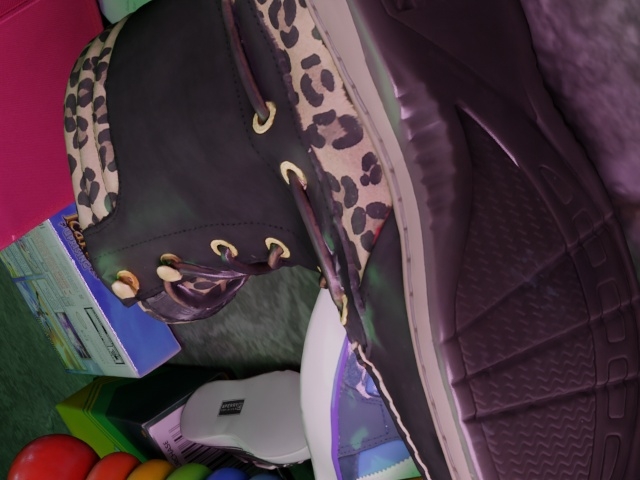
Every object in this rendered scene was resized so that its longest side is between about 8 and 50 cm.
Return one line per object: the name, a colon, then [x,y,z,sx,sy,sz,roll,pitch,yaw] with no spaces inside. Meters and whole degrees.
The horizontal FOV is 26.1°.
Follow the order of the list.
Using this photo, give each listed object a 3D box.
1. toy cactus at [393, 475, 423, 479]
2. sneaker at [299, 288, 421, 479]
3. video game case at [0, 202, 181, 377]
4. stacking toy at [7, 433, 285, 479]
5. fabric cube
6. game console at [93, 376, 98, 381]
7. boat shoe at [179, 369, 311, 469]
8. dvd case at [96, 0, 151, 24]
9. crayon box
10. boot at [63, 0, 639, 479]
toy cactus: [0.112,0.111,0.749,0.219,0.112,0.180,-23,77,33]
sneaker: [0.117,0.156,0.868,0.236,0.130,0.322,16,121,28]
video game case: [-0.275,0.016,1.456,0.269,0.061,0.244,62,154,-10]
stacking toy: [-0.129,0.245,1.212,0.330,0.141,0.141,13,138,18]
fabric cube: [-0.340,-0.145,1.120,0.258,0.259,0.254,46,160,24]
game console: [-0.272,0.267,1.733,0.085,0.124,0.144,20,145,12]
boat shoe: [-0.039,0.159,1.196,0.070,0.077,0.219,31,162,-28]
dvd case: [-0.114,-0.187,0.962,0.253,0.022,0.180,46,154,23]
crayon box: [-0.111,0.309,1.452,0.363,0.106,0.313,62,155,-10]
boot: [0.000,0.000,0.732,0.284,0.138,0.377,-21,90,51]
